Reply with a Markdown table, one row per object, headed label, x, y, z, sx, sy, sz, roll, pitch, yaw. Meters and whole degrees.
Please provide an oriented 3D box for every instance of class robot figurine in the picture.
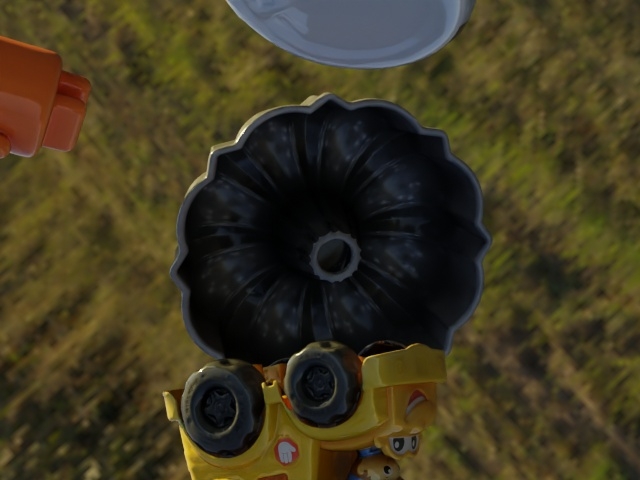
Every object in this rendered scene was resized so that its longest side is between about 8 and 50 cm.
| label | x | y | z | sx | sy | sz | roll | pitch | yaw |
| --- | --- | --- | --- | --- | --- | --- | --- | --- | --- |
| robot figurine | -0.374 | -0.169 | 1.847 | 0.219 | 0.158 | 0.128 | 16 | 169 | -11 |

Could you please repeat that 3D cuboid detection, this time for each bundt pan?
| label | x | y | z | sx | sy | sz | roll | pitch | yaw |
| --- | --- | --- | --- | --- | --- | --- | --- | --- | --- |
| bundt pan | 0.000 | 0.000 | 1.678 | 0.331 | 0.331 | 0.124 | 54 | 178 | -21 |

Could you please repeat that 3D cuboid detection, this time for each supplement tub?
| label | x | y | z | sx | sy | sz | roll | pitch | yaw |
| --- | --- | --- | --- | --- | --- | --- | --- | --- | --- |
| supplement tub | 0.047 | -0.321 | 1.287 | 0.207 | 0.338 | 0.207 | 10 | 150 | 6 |

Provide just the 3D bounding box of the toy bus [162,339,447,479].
| label | x | y | z | sx | sy | sz | roll | pitch | yaw |
| --- | --- | --- | --- | --- | --- | --- | --- | --- | --- |
| toy bus | -0.001 | 0.192 | 1.347 | 0.149 | 0.220 | 0.211 | 9 | -110 | -60 |
